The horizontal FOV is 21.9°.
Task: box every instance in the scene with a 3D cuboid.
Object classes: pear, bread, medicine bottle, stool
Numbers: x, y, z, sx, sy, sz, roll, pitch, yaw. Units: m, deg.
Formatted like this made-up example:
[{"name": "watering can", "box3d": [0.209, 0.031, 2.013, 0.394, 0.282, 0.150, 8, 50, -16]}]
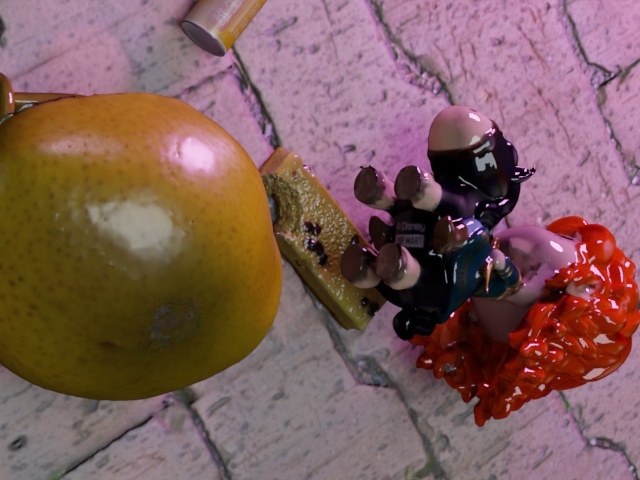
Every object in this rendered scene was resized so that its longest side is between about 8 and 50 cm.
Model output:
[{"name": "pear", "box3d": [-0.188, 0.041, 1.673, 0.386, 0.191, 0.340, 23, 111, -41]}, {"name": "bread", "box3d": [0.000, 0.000, 1.942, 0.088, 0.049, 0.226, -49, 115, -19]}, {"name": "medicine bottle", "box3d": [-0.069, -0.308, 1.866, 0.074, 0.074, 0.218, 43, 74, -26]}, {"name": "stool", "box3d": [-0.305, -0.110, 1.714, 0.110, 0.134, 0.135, 14, 131, -33]}]

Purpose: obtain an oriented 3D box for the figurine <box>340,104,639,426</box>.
[{"name": "figurine", "box3d": [0.200, 0.032, 1.953, 0.412, 0.241, 0.306, 48, 46, -25]}]
